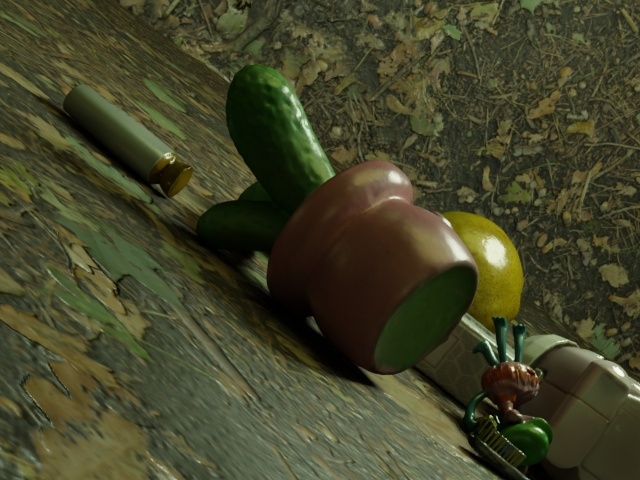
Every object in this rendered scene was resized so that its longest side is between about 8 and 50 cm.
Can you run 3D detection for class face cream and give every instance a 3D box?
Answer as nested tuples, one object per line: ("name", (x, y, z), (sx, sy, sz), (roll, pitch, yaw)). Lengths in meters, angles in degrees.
("face cream", (-0.238, -0.124, 1.748), (0.182, 0.051, 0.072), (38, 6, 11))

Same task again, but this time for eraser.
("eraser", (0.074, 0.064, 1.903), (0.404, 0.096, 0.098), (38, 9, 5))

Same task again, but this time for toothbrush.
("toothbrush", (0.334, 0.339, 1.677), (0.413, 0.042, 0.035), (38, 7, -15))

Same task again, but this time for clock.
("clock", (0.399, 0.270, 1.889), (0.342, 0.184, 0.326), (42, 3, -7))

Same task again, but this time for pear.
("pear", (0.220, 0.062, 2.215), (0.209, 0.209, 0.209), (37, 7, -6))

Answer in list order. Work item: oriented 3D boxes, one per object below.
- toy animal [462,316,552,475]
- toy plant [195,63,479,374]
("toy animal", (0.224, 0.192, 1.749), (0.100, 0.103, 0.208), (84, 3, -46))
("toy plant", (0.007, 0.001, 1.657), (0.356, 0.210, 0.317), (37, -27, 24))
